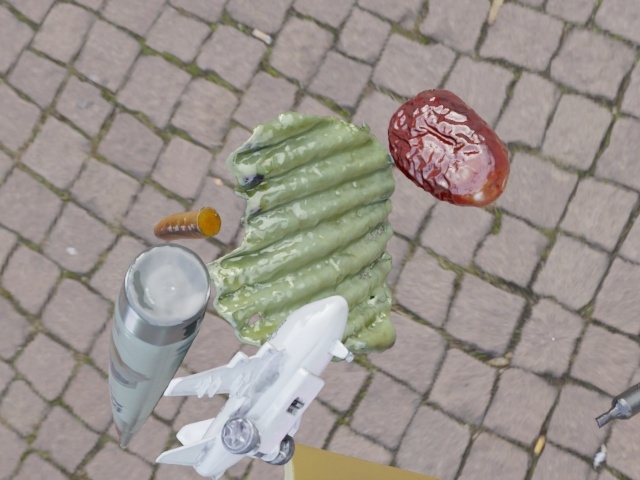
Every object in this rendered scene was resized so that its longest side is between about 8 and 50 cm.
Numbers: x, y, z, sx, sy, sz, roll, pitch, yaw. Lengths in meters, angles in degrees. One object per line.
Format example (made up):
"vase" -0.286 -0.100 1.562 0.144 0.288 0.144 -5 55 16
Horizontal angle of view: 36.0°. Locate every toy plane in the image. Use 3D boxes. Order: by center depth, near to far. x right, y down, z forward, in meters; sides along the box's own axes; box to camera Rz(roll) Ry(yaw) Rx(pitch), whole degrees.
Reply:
"toy plane" -0.052 0.165 1.058 0.255 0.251 0.101 -46 56 4

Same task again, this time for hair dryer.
"hair dryer" 0.466 0.174 1.362 0.248 0.078 0.196 -26 100 -24

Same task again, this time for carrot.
"carrot" -0.214 -0.023 1.520 0.139 0.048 0.048 -5 82 44

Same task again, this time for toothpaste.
"toothpaste" -0.090 0.059 0.506 0.039 0.239 0.062 6 68 -13

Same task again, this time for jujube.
"jujube" 0.154 -0.109 1.192 0.176 0.109 0.112 51 137 42

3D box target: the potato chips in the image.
"potato chips" 0.006 0.002 1.497 0.097 0.389 0.373 5 89 44

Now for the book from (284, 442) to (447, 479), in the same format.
"book" 0.129 0.434 1.372 0.388 0.269 0.032 19 129 -19
